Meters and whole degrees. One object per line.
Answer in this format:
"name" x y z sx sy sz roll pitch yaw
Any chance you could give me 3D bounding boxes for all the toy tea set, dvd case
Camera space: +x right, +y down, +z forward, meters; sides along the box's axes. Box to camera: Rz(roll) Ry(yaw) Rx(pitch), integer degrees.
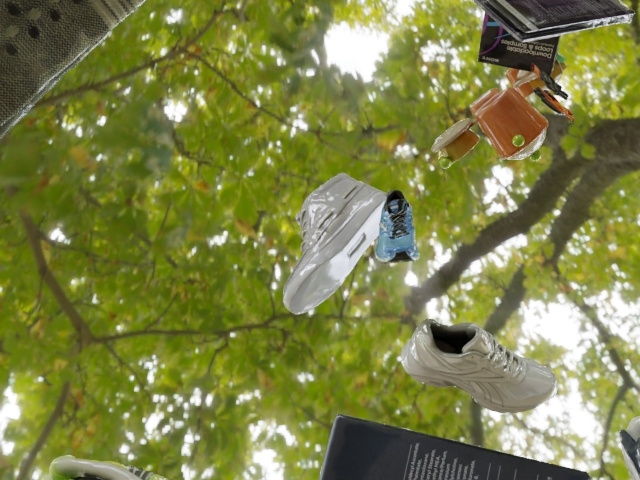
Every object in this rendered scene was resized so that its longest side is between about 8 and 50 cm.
"toy tea set" 0.351 -0.222 1.417 0.124 0.336 0.200 50 -31 -6
"dvd case" 0.245 -0.294 0.946 0.221 0.164 0.018 -19 -33 -38

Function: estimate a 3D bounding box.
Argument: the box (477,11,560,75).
"box" 0.298 -0.325 1.193 0.116 0.029 0.162 15 -43 16

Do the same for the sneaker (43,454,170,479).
"sneaker" -0.160 0.212 0.584 0.384 0.145 0.147 -15 -65 51

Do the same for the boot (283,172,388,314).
"boot" 0.000 0.000 1.365 0.258 0.123 0.095 -47 -34 -18

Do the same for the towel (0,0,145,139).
"towel" -0.267 -0.187 0.428 0.312 0.056 0.324 -48 -64 -20

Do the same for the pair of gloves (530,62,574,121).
"pair of gloves" 0.320 -0.204 1.132 0.074 0.083 0.010 32 -51 -22

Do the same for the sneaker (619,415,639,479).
"sneaker" 0.392 0.265 0.909 0.094 0.153 0.235 -11 -21 21

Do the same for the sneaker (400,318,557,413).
"sneaker" 0.236 0.176 1.181 0.232 0.090 0.115 14 -41 3

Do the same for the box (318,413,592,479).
"box" 0.209 0.447 1.326 0.395 0.212 0.293 10 -19 14

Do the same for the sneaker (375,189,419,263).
"sneaker" 0.107 -0.022 1.189 0.063 0.162 0.073 -6 -61 3
